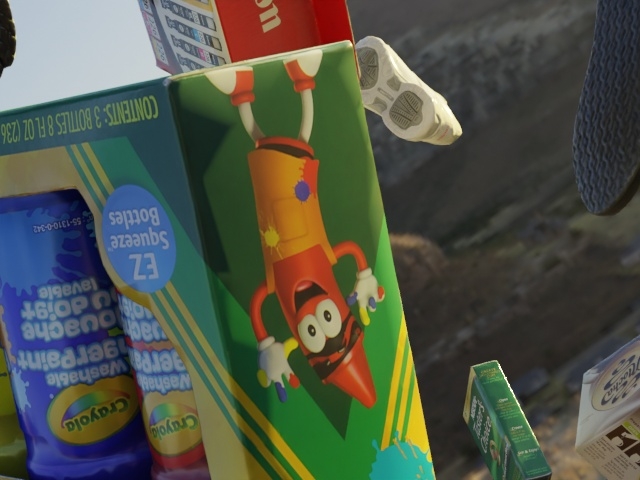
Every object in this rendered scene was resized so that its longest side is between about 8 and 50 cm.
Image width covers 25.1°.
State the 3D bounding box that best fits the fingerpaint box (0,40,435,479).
[{"bbox_3d":[-0.148,0.081,1.015,0.163,0.371,0.444,-18,10,-42],"label":"fingerpaint box"}]

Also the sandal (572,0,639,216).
[{"bbox_3d":[0.441,-0.246,1.939,0.167,0.107,0.446,-12,66,66],"label":"sandal"}]

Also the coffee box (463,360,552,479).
[{"bbox_3d":[0.237,0.259,1.844,0.040,0.184,0.113,-12,-40,-13],"label":"coffee box"}]

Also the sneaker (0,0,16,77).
[{"bbox_3d":[-0.482,-0.364,1.976,0.111,0.300,0.121,6,-2,-35],"label":"sneaker"}]

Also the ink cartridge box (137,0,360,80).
[{"bbox_3d":[-0.106,-0.314,1.586,0.130,0.309,0.272,-32,37,-23],"label":"ink cartridge box"}]

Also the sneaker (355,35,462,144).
[{"bbox_3d":[0.115,-0.198,2.017,0.115,0.232,0.090,24,-67,-45],"label":"sneaker"}]

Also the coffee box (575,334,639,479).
[{"bbox_3d":[0.472,0.175,1.806,0.297,0.119,0.168,-41,14,32],"label":"coffee box"}]
